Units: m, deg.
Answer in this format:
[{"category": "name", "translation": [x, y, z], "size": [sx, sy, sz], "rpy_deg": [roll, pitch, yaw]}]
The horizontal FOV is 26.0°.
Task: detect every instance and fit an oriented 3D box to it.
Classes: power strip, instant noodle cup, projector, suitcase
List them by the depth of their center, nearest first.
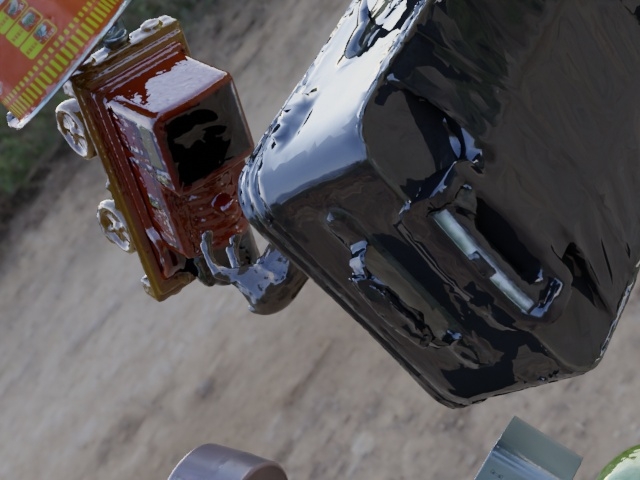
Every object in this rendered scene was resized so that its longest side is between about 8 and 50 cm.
[{"category": "suitcase", "translation": [0.131, -0.101, 1.036], "size": [0.194, 0.283, 0.434], "rpy_deg": [-25, 28, 47]}, {"category": "power strip", "translation": [-0.095, 0.275, 1.332], "size": [0.078, 0.154, 0.154], "rpy_deg": [14, 64, 26]}, {"category": "projector", "translation": [0.201, 0.235, 1.371], "size": [0.083, 0.082, 0.083], "rpy_deg": [-38, -25, -59]}, {"category": "instant noodle cup", "translation": [-0.333, -0.249, 1.420], "size": [0.193, 0.212, 0.193], "rpy_deg": [-45, 16, 17]}]

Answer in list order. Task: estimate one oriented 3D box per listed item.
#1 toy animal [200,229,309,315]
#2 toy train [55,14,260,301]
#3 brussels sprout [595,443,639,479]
[{"category": "toy animal", "translation": [0.000, 0.000, 1.479], "size": [0.186, 0.094, 0.214], "rpy_deg": [34, 76, 22]}, {"category": "toy train", "translation": [-0.174, -0.097, 1.622], "size": [0.163, 0.369, 0.231], "rpy_deg": [-34, 36, -24]}, {"category": "brussels sprout", "translation": [0.498, 0.427, 1.899], "size": [0.247, 0.328, 0.328], "rpy_deg": [-45, 26, 18]}]
